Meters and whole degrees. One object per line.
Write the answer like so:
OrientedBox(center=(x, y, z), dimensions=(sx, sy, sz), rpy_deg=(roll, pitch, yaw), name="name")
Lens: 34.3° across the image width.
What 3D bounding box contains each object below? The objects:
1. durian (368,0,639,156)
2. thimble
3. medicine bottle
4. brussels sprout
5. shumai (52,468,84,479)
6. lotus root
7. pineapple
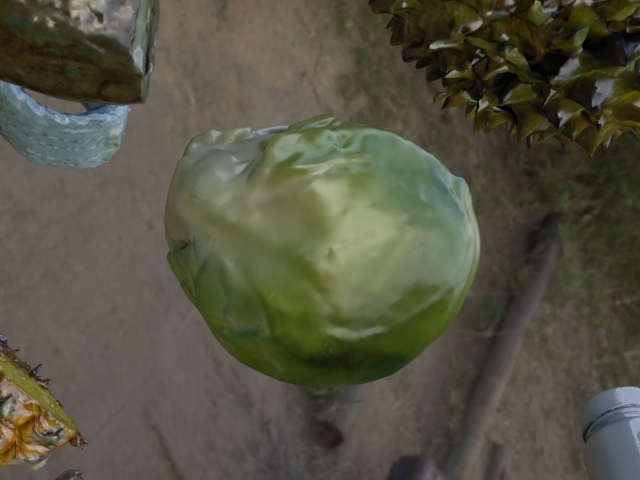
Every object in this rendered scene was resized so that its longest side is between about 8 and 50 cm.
OrientedBox(center=(0.153, -0.157, 0.542), dimensions=(0.293, 0.258, 0.258), rpy_deg=(-2, 79, -32), name="durian")
OrientedBox(center=(-0.434, -0.237, 1.734), dimensions=(0.250, 0.172, 0.205), rpy_deg=(39, 57, -3), name="thimble")
OrientedBox(center=(0.334, 0.251, 1.081), dimensions=(0.103, 0.103, 0.187), rpy_deg=(53, 22, -37), name="medicine bottle")
OrientedBox(center=(0.000, 0.000, 1.111), dimensions=(0.268, 0.344, 0.344), rpy_deg=(-85, 151, -65), name="brussels sprout")
OrientedBox(center=(-0.326, 0.358, 1.212), dimensions=(0.120, 0.201, 0.201), rpy_deg=(53, 29, 4), name="shumai")
OrientedBox(center=(-0.307, -0.256, 0.936), dimensions=(0.250, 0.346, 0.250), rpy_deg=(7, 90, -90), name="lotus root")
OrientedBox(center=(-0.423, 0.150, 1.148), dimensions=(0.334, 0.158, 0.161), rpy_deg=(44, -1, 37), name="pineapple")
